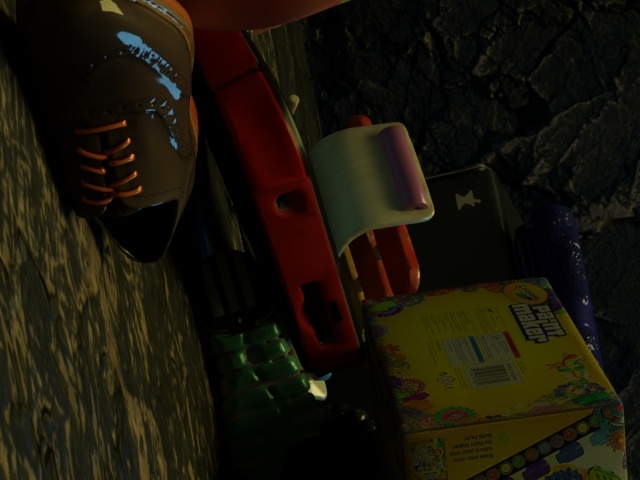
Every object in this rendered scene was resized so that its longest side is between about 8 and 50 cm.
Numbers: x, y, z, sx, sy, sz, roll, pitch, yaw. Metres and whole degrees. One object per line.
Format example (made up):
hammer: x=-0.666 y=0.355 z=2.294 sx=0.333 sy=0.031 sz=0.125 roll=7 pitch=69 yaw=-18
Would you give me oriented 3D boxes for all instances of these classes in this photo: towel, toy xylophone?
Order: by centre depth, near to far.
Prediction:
toy xylophone: x=0.000 y=0.000 z=1.830 sx=0.323 sy=0.081 sz=0.236 roll=126 pitch=-41 yaw=-52
towel: x=0.272 y=0.138 z=2.077 sx=0.228 sy=0.076 sz=0.308 roll=72 pitch=11 yaw=-46

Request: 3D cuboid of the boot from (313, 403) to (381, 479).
boot: x=0.045 y=0.355 z=1.862 sx=0.260 sy=0.131 sz=0.348 roll=86 pitch=-15 yaw=-65

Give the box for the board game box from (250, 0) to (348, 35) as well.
board game box: x=-0.065 y=-0.312 z=1.777 sx=0.275 sy=0.142 sz=0.144 roll=-106 pitch=175 yaw=-63

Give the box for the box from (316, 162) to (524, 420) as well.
box: x=0.161 y=0.232 z=2.287 sx=0.472 sy=0.297 sz=0.480 roll=53 pitch=26 yaw=-65

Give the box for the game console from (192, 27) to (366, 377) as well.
game console: x=-0.064 y=-0.093 z=1.599 sx=0.386 sy=0.060 sz=0.342 roll=74 pitch=-7 yaw=-54

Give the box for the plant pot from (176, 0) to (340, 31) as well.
plant pot: x=-0.074 y=-0.326 z=1.349 sx=0.243 sy=0.275 sz=0.275 roll=57 pitch=20 yaw=-50

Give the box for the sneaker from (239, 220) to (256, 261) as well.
sneaker: x=-0.049 y=-0.007 z=2.053 sx=0.118 sy=0.083 sz=0.222 roll=-131 pitch=-157 yaw=-67

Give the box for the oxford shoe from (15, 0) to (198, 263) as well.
oxford shoe: x=-0.116 y=-0.070 z=1.115 sx=0.271 sy=0.097 sz=0.098 roll=69 pitch=17 yaw=-67

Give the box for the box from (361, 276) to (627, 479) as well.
box: x=0.146 y=0.217 z=1.609 sx=0.290 sy=0.177 sz=0.279 roll=-106 pitch=-171 yaw=-70

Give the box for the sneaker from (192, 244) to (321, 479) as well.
sneaker: x=-0.051 y=0.111 z=1.609 sx=0.098 sy=0.083 sz=0.224 roll=-105 pitch=-177 yaw=-82
